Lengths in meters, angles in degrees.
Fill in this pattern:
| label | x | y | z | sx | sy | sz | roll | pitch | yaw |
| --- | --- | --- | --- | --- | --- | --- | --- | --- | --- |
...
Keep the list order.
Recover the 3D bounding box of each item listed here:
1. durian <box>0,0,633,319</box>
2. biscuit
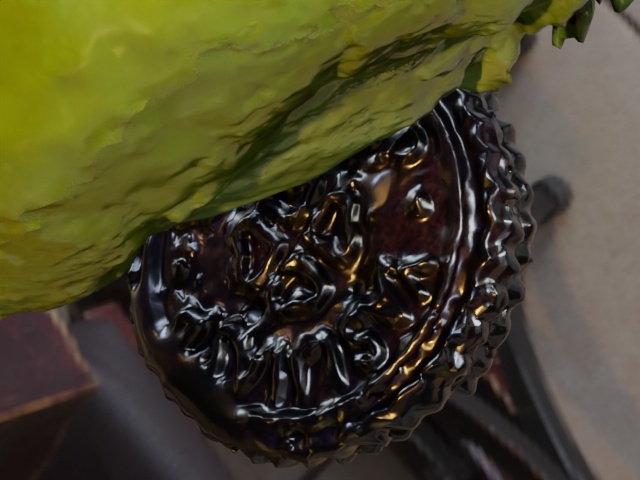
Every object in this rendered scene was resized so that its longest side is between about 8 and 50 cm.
| label | x | y | z | sx | sy | sz | roll | pitch | yaw |
| --- | --- | --- | --- | --- | --- | --- | --- | --- | --- |
| durian | -0.038 | -0.101 | 0.509 | 0.204 | 0.340 | 0.256 | 59 | 173 | 35 |
| biscuit | 0.000 | 0.000 | 0.690 | 0.194 | 0.053 | 0.194 | -11 | 70 | 32 |
